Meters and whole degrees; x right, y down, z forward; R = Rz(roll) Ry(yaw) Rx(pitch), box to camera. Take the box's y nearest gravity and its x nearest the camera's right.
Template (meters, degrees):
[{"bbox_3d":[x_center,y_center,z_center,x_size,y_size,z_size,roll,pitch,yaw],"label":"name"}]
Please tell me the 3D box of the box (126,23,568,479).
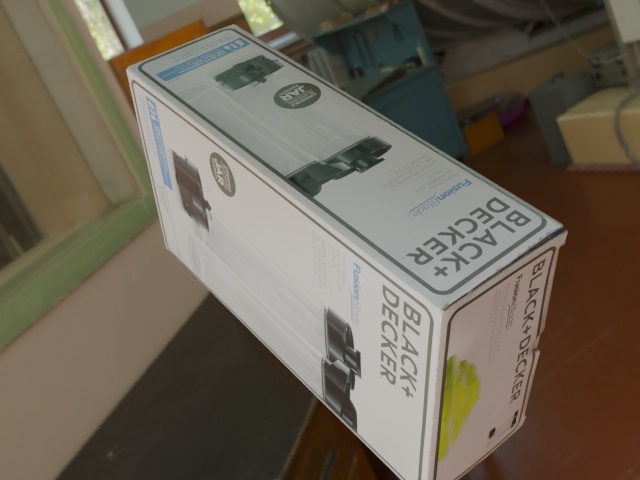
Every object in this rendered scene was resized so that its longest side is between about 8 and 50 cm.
[{"bbox_3d":[0.000,0.000,0.505,0.087,0.169,0.290,-30,49,-27],"label":"box"}]
